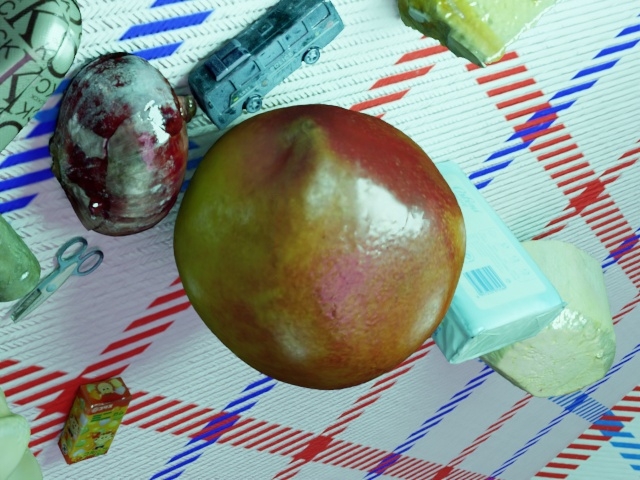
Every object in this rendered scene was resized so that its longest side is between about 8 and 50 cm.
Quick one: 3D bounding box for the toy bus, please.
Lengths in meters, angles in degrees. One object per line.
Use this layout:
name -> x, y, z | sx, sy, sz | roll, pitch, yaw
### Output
toy bus -> -0.055, -0.183, 0.998 | 0.166, 0.047, 0.065 | -39, 145, -2

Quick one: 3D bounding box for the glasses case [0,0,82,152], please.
glasses case -> -0.323, -0.077, 0.759 | 0.354, 0.137, 0.085 | -42, 149, 7

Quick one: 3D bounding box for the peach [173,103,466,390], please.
peach -> 0.000, 0.000, 1.069 | 0.307, 0.308, 0.332 | -31, 145, -13

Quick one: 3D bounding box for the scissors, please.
scissors -> -0.288, 0.045, 1.083 | 0.119, 0.014, 0.058 | -42, 146, -1

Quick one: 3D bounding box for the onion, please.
onion -> -0.172, -0.078, 0.962 | 0.151, 0.098, 0.206 | -24, 146, -21

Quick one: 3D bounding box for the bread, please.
bread -> 0.168, -0.252, 1.053 | 0.147, 0.152, 0.127 | -37, 158, -8

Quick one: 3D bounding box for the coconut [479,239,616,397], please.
coconut -> 0.359, 0.113, 1.667 | 0.239, 0.244, 0.239 | -1, 134, -1

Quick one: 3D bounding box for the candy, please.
candy -> -0.294, 0.234, 1.308 | 0.062, 0.038, 0.122 | -8, 138, -41

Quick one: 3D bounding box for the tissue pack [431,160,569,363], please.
tissue pack -> 0.170, 0.022, 1.299 | 0.177, 0.263, 0.089 | -12, 144, -37

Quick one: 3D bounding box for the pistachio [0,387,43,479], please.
pistachio -> -0.440, 0.271, 0.958 | 0.365, 0.281, 0.445 | -13, 146, -47

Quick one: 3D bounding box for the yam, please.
yam -> -0.320, -0.005, 0.931 | 0.068, 0.068, 0.169 | -33, 151, -10
